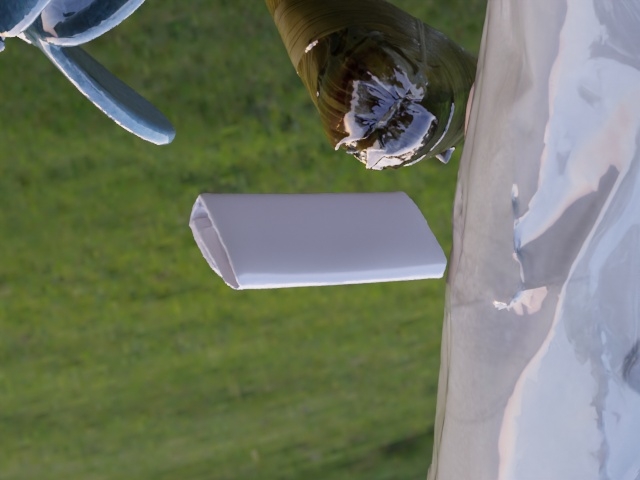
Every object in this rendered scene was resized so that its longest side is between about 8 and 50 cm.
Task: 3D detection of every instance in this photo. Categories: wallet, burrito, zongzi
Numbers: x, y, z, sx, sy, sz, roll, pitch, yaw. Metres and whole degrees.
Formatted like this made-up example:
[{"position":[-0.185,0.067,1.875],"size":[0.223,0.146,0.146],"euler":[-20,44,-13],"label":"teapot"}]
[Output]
[{"position":[0.000,0.000,0.854],"size":[0.122,0.061,0.025],"euler":[-2,130,-31],"label":"wallet"},{"position":[0.085,0.039,0.581],"size":[0.101,0.445,0.139],"euler":[4,-168,-6],"label":"burrito"},{"position":[0.013,-0.187,1.674],"size":[0.134,0.288,0.286],"euler":[-54,171,14],"label":"zongzi"}]

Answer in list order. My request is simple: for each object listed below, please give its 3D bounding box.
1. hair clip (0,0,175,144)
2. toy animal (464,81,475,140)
[{"position":[-0.277,-0.275,1.487],"size":[0.392,0.318,0.238],"euler":[3,127,-52],"label":"hair clip"},{"position":[0.212,-0.035,1.167],"size":[0.250,0.154,0.166],"euler":[-4,-166,-28],"label":"toy animal"}]
